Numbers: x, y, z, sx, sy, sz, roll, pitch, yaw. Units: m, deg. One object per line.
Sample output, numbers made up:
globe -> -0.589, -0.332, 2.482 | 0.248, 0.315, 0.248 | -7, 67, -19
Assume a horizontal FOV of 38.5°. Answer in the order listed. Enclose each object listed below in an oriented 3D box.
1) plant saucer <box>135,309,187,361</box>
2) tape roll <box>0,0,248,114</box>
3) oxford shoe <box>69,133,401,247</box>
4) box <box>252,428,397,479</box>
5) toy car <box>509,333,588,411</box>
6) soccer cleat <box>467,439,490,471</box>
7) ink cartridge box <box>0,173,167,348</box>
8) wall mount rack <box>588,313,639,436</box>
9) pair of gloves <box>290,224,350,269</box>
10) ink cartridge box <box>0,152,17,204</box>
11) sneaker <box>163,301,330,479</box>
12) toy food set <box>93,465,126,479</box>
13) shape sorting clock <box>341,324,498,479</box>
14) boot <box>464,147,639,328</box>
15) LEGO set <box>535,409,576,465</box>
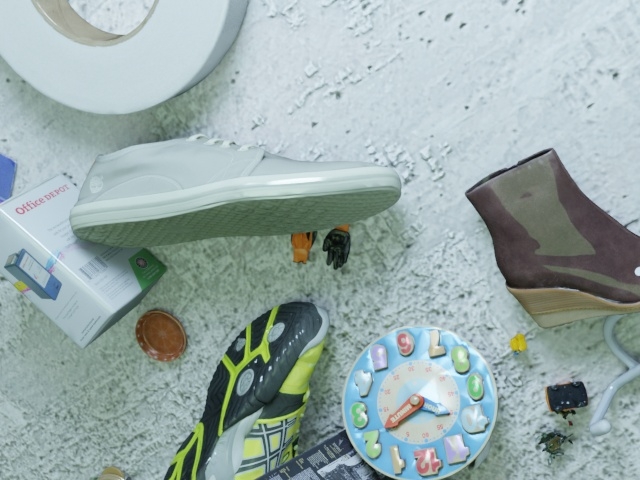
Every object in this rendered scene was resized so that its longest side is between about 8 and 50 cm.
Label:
plant saucer -> -0.236, 0.141, 1.365 | 0.083, 0.013, 0.083 | 6, 112, 16
tape roll -> -0.276, -0.356, 1.159 | 0.392, 0.072, 0.392 | 7, 111, 18
oxford shoe -> -0.119, -0.075, 1.176 | 0.449, 0.169, 0.130 | -4, 71, 19
box -> 0.069, 0.397, 1.170 | 0.307, 0.242, 0.076 | 47, 130, 22
toy car -> 0.294, 0.169, 1.186 | 0.122, 0.060, 0.040 | 63, 161, 8
soccer cleat -> 0.142, 0.234, 1.230 | 0.196, 0.076, 0.068 | 33, 117, 6
ink cartridge box -> -0.347, 0.024, 1.280 | 0.212, 0.154, 0.093 | 44, 119, -1
wall mount rack -> 0.478, 0.203, 1.026 | 0.350, 0.130, 0.304 | 37, 145, 3
pair of gloves -> 0.000, 0.000, 1.230 | 0.083, 0.010, 0.074 | 10, 111, 13
ink cartridge box -> -0.646, -0.034, 1.415 | 0.324, 0.071, 0.330 | 24, 117, 10
sneaker -> -0.086, 0.259, 1.281 | 0.147, 0.145, 0.384 | 26, 100, -25
toy food set -> -0.336, 0.414, 1.499 | 0.083, 0.020, 0.082 | 43, 118, 0
shape sorting clock -> 0.127, 0.209, 1.191 | 0.206, 0.040, 0.206 | -5, 73, 15
boot -> 0.314, -0.014, 1.067 | 0.248, 0.090, 0.207 | -22, 103, 29
LEGO set -> 0.310, 0.255, 1.210 | 0.054, 0.023, 0.083 | 25, 101, -23
